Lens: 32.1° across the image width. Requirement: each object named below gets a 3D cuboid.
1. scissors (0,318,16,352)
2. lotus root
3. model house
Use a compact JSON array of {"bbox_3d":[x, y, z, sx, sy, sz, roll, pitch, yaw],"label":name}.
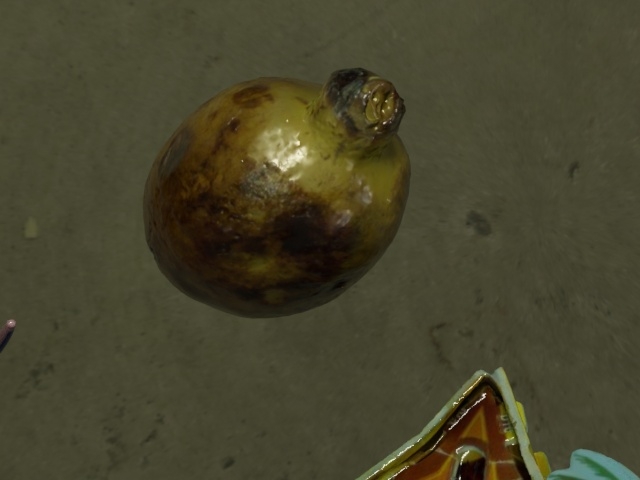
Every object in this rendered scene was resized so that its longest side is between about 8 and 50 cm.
[{"bbox_3d":[-0.331,0.106,1.103,0.039,0.113,0.012,6,56,-25],"label":"scissors"},{"bbox_3d":[-0.032,-0.028,0.768,0.169,0.314,0.141,12,67,-17],"label":"lotus root"},{"bbox_3d":[0.181,0.298,0.893,0.340,0.300,0.323,3,58,27],"label":"model house"}]
